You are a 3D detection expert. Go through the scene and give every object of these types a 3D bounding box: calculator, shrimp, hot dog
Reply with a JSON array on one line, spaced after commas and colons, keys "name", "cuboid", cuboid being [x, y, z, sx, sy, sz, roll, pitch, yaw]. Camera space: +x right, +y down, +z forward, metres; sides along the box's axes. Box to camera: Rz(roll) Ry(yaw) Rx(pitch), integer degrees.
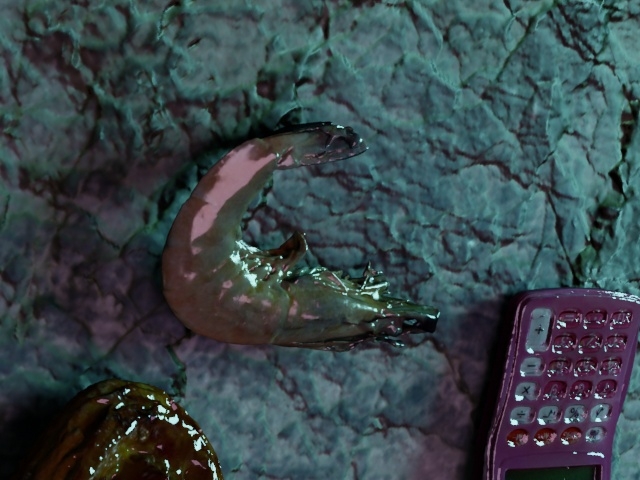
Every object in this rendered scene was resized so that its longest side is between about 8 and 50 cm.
[{"name": "calculator", "cuboid": [0.167, 0.125, 1.308, 0.127, 0.034, 0.190, 3, 101, -34]}, {"name": "shrimp", "cuboid": [0.000, 0.000, 1.138, 0.219, 0.046, 0.152, 14, 103, -36]}, {"name": "hot dog", "cuboid": [-0.146, 0.191, 1.083, 0.160, 0.099, 0.227, 32, 86, -39]}]
